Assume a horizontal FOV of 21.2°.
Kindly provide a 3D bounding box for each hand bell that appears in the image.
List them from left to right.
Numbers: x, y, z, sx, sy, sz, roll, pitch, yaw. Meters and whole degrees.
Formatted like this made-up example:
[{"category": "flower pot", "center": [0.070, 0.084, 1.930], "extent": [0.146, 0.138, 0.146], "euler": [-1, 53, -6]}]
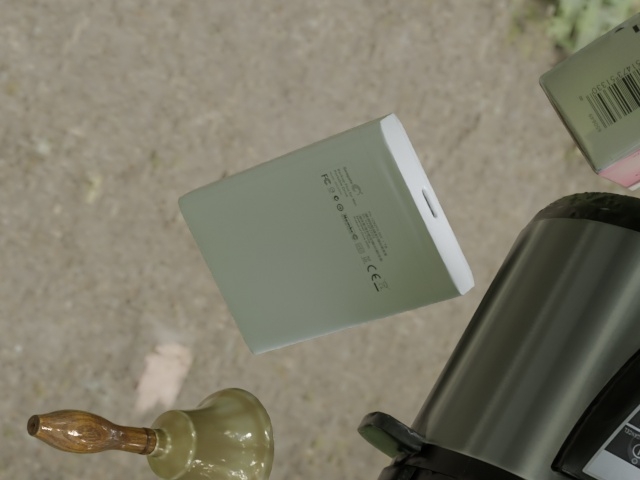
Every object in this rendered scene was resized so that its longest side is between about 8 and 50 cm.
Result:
[{"category": "hand bell", "center": [-0.169, 0.184, 1.578], "extent": [0.242, 0.126, 0.126], "euler": [16, 94, -47]}]

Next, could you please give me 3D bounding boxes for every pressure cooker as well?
[{"category": "pressure cooker", "center": [0.262, 0.218, 1.515], "extent": [0.420, 0.370, 0.375], "euler": [-58, 140, -14]}]

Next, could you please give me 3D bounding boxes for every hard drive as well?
[{"category": "hard drive", "center": [0.000, 0.000, 1.859], "extent": [0.040, 0.308, 0.203], "euler": [-35, 103, -48]}]

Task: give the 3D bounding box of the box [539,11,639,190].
[{"category": "box", "center": [0.351, -0.150, 1.865], "extent": [0.149, 0.126, 0.232], "euler": [-33, 167, 15]}]
